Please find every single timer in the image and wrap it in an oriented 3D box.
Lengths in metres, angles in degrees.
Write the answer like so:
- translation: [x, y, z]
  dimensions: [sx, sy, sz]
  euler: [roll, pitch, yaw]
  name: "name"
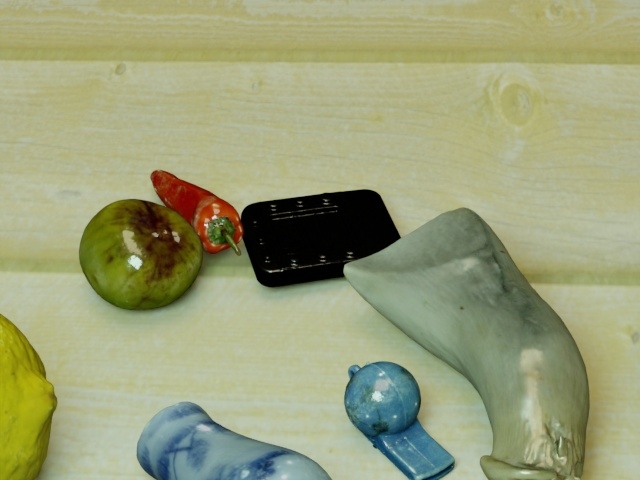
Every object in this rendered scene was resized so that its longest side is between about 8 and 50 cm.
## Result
- translation: [0.000, 0.000, 1.794]
  dimensions: [0.187, 0.055, 0.144]
  euler: [-7, 40, -12]
  name: "timer"

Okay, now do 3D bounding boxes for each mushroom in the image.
- translation: [0.189, 0.127, 1.559]
  dimensions: [0.177, 0.126, 0.397]
  euler: [-24, 42, -12]
  name: "mushroom"

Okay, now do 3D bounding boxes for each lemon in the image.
- translation: [-0.412, 0.174, 1.436]
  dimensions: [0.310, 0.253, 0.253]
  euler: [-1, 38, 6]
  name: "lemon"

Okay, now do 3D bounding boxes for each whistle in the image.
- translation: [0.077, 0.180, 1.528]
  dimensions: [0.090, 0.090, 0.158]
  euler: [-25, 42, -26]
  name: "whistle"

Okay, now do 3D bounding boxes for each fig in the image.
- translation: [-0.217, 0.016, 1.726]
  dimensions: [0.153, 0.121, 0.136]
  euler: [25, 41, 28]
  name: "fig"

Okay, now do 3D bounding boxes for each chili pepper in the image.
- translation: [-0.150, -0.034, 1.817]
  dimensions: [0.063, 0.071, 0.272]
  euler: [-21, 28, -19]
  name: "chili pepper"

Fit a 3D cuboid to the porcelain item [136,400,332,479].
- translation: [-0.077, 0.251, 1.414]
  dimensions: [0.141, 0.141, 0.259]
  euler: [-26, 35, -27]
  name: "porcelain item"
